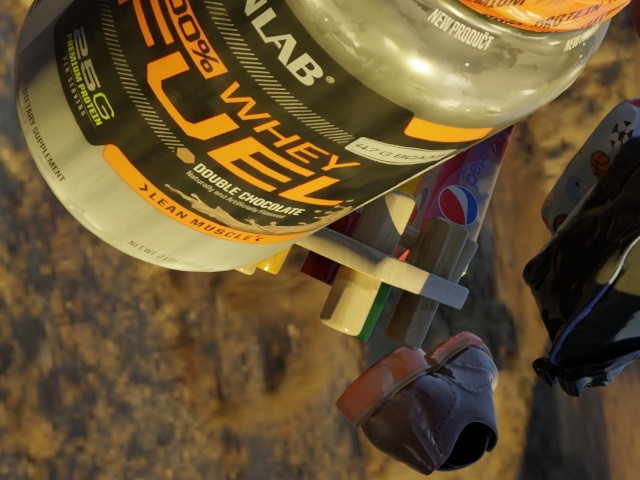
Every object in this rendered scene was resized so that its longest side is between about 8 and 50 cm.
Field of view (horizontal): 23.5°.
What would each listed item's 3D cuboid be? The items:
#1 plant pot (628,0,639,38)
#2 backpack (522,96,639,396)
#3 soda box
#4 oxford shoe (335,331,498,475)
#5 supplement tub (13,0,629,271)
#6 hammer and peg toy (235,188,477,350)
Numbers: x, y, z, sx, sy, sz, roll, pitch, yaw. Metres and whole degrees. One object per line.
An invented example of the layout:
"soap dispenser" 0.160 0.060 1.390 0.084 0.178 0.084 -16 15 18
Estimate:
"plant pot" 0.433 -0.282 1.560 0.180 0.201 0.201 105 -19 -61
"backpack" 0.337 0.002 1.370 0.276 0.263 0.213 123 -34 -54
"soda box" 0.176 -0.060 2.078 0.092 0.083 0.263 -48 -163 56
"oxford shoe" 0.132 0.189 1.667 0.132 0.130 0.364 50 19 14
"supplement tub" 0.002 -0.123 0.769 0.338 0.207 0.207 -29 -116 51
"hammer and peg toy" 0.000 0.000 1.410 0.127 0.266 0.361 -67 160 1
